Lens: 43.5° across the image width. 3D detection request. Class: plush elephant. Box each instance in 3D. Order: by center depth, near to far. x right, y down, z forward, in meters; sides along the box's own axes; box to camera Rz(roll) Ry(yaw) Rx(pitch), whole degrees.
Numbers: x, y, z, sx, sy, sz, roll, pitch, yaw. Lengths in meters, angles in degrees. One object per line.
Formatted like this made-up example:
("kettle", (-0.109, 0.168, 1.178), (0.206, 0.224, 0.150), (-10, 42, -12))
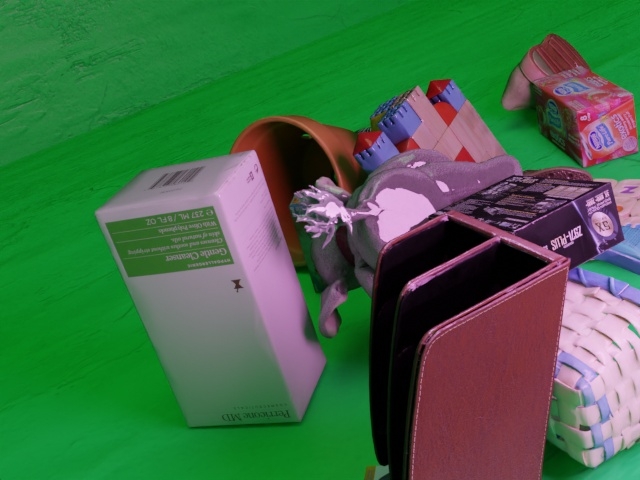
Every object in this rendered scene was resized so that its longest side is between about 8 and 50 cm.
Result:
("plush elephant", (0.093, 0.009, 1.168), (0.330, 0.272, 0.255), (10, -16, -14))

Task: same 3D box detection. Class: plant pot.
("plant pot", (-0.016, -0.111, 1.585), (0.290, 0.291, 0.203), (4, 16, 36))

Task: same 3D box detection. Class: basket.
("basket", (0.332, 0.113, 0.972), (0.289, 0.201, 0.254), (-36, 32, -21))

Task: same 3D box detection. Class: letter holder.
("letter holder", (0.116, 0.157, 0.828), (0.214, 0.302, 0.152), (-24, 35, -34))

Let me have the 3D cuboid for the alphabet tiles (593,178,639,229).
("alphabet tiles", (0.458, -0.041, 1.422), (0.284, 0.021, 0.278), (5, 33, 38))

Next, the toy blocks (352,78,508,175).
("toy blocks", (0.188, -0.155, 1.463), (0.190, 0.261, 0.381), (-21, 25, 48))

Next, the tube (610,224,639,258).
("tube", (0.442, -0.010, 1.293), (0.207, 0.052, 0.080), (15, 44, 40))

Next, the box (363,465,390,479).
("box", (0.115, 0.297, 0.937), (0.136, 0.028, 0.081), (-10, 26, 16))

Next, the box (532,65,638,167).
("box", (0.554, -0.266, 1.697), (0.122, 0.128, 0.257), (-16, 26, 0))

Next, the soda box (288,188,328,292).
("soda box", (0.000, 0.000, 1.423), (0.058, 0.183, 0.063), (-8, 28, 18))

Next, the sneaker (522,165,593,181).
("sneaker", (0.411, -0.114, 1.497), (0.188, 0.066, 0.071), (-4, 27, 23))

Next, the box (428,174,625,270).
("box", (0.244, -0.015, 0.977), (0.147, 0.078, 0.180), (-25, 17, -20))

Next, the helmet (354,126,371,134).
("helmet", (0.117, -0.164, 1.731), (0.169, 0.169, 0.161), (-1, 46, 29))

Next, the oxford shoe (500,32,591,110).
("oxford shoe", (0.550, -0.409, 1.982), (0.397, 0.140, 0.146), (-23, -19, -51))

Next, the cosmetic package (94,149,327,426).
("cosmetic package", (-0.142, 0.076, 1.143), (0.197, 0.366, 0.155), (-9, 25, 21))

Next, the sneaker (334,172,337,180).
("sneaker", (-0.091, -0.154, 1.862), (0.321, 0.127, 0.126), (-32, 31, -26))
